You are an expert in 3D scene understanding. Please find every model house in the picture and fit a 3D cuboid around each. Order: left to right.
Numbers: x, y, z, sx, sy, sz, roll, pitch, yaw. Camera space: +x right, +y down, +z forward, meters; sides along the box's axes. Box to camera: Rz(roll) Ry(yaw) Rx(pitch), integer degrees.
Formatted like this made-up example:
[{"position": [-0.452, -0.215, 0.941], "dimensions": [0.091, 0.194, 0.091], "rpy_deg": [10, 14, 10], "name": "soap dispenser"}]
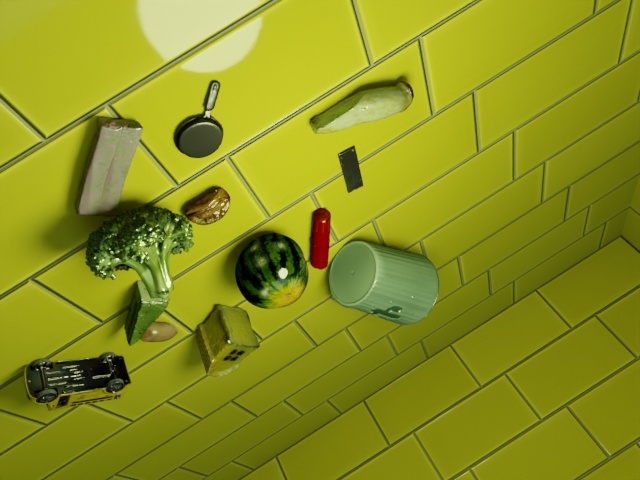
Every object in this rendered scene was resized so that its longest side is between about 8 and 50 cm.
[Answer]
[{"position": [-0.383, 0.390, 2.028], "dimensions": [0.234, 0.193, 0.174], "rpy_deg": [-42, 144, 16], "name": "model house"}]

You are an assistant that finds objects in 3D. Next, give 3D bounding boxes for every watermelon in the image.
[{"position": [-0.164, 0.108, 1.819], "dimensions": [0.269, 0.269, 0.269], "rpy_deg": [-21, 142, -17], "name": "watermelon"}]

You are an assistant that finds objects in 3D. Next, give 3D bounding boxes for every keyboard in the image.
[{"position": [0.107, -0.240, 1.820], "dimensions": [0.067, 0.011, 0.202], "rpy_deg": [-27, 144, -5], "name": "keyboard"}]

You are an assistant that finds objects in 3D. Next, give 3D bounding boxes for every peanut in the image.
[{"position": [-0.581, 0.331, 1.906], "dimensions": [0.152, 0.076, 0.076], "rpy_deg": [8, 128, -48], "name": "peanut"}]

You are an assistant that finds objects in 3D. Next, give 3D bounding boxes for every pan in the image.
[{"position": [-0.306, -0.312, 1.408], "dimensions": [0.136, 0.028, 0.235], "rpy_deg": [-2, 134, -36], "name": "pan"}]

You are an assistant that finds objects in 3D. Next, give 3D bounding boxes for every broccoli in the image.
[{"position": [-0.495, 0.016, 1.479], "dimensions": [0.288, 0.235, 0.260], "rpy_deg": [-17, 136, -10], "name": "broccoli"}]

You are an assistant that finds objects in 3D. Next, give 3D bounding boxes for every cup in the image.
[{"position": [0.234, 0.200, 2.187], "dimensions": [0.392, 0.310, 0.401], "rpy_deg": [18, 119, -41], "name": "cup"}]

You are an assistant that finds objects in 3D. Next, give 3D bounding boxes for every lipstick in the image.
[{"position": [0.000, -0.001, 1.966], "dimensions": [0.073, 0.073, 0.280], "rpy_deg": [-19, 142, -19], "name": "lipstick"}]

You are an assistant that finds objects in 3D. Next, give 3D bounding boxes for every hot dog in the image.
[{"position": [-0.338, -0.099, 1.602], "dimensions": [0.147, 0.065, 0.099], "rpy_deg": [-33, 154, -4], "name": "hot dog"}]

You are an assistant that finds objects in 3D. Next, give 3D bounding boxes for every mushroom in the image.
[{"position": [0.131, -0.399, 1.595], "dimensions": [0.333, 0.087, 0.107], "rpy_deg": [-18, 142, -17], "name": "mushroom"}]

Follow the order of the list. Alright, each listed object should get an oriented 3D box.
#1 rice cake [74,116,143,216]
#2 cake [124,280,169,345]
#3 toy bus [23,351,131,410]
[{"position": [-0.548, -0.182, 1.359], "dimensions": [0.106, 0.050, 0.298], "rpy_deg": [1, 132, -39], "name": "rice cake"}, {"position": [-0.612, 0.243, 1.758], "dimensions": [0.235, 0.100, 0.099], "rpy_deg": [-47, 140, 18], "name": "cake"}, {"position": [-0.845, 0.497, 1.837], "dimensions": [0.331, 0.145, 0.151], "rpy_deg": [2, 133, -40], "name": "toy bus"}]
